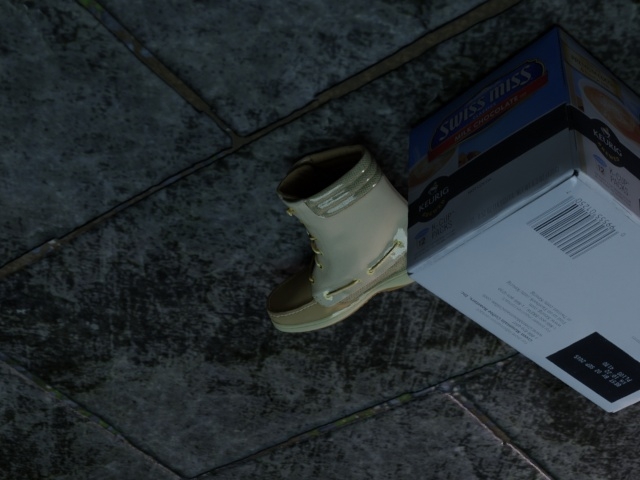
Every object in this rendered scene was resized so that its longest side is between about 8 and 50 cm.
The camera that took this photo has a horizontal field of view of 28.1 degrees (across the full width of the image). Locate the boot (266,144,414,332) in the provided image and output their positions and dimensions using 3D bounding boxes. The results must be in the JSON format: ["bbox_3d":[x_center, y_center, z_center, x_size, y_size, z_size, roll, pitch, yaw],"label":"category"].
[{"bbox_3d":[0.000,0.000,1.548,0.262,0.095,0.203,-25,131,27],"label":"boot"}]

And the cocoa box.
[{"bbox_3d":[0.290,-0.014,1.406,0.347,0.228,0.231,34,130,-29],"label":"cocoa box"}]
